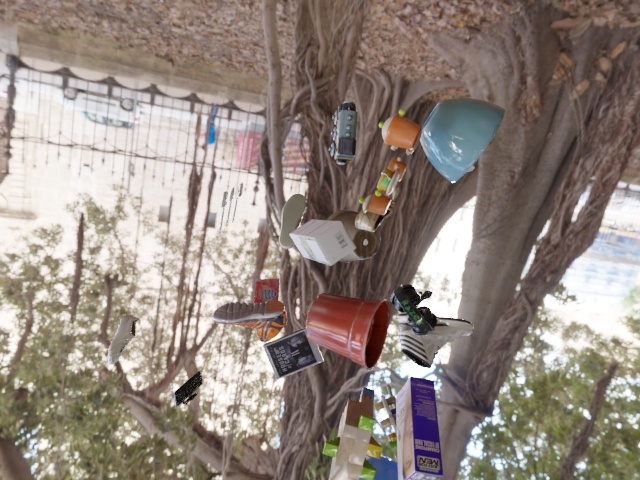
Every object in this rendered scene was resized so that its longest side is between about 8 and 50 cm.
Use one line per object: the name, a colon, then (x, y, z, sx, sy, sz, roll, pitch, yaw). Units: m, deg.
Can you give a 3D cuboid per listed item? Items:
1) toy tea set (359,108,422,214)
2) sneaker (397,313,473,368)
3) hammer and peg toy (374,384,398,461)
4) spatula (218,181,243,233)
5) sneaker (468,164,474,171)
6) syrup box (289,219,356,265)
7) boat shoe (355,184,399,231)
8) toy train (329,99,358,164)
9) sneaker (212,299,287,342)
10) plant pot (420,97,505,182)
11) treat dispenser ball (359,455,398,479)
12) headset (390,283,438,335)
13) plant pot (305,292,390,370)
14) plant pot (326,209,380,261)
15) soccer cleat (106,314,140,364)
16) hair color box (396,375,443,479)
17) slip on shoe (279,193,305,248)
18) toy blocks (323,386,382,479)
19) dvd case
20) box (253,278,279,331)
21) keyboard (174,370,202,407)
toy tea set: (0.207, -0.246, 1.274, 0.124, 0.336, 0.200, 25, -178, 11)
sneaker: (0.582, 0.517, 2.042, 0.447, 0.258, 0.169, 9, 166, -21)
hammer and peg toy: (0.375, 0.935, 2.079, 0.127, 0.266, 0.361, -24, -177, 0)
spatula: (-0.439, -0.159, 1.960, 0.019, 0.242, 0.168, 23, -146, 9)
sneaker: (0.720, -0.381, 2.056, 0.051, 0.070, 0.134, 12, 162, -43)
syrup box: (0.000, 0.000, 1.196, 0.096, 0.093, 0.237, -34, -165, -15)
boat shoe: (0.301, -0.154, 1.928, 0.110, 0.122, 0.341, 24, -125, 30)
toy train: (0.135, -0.580, 2.156, 0.142, 0.334, 0.190, 5, -177, -10)
sneaker: (-0.303, 0.366, 1.748, 0.320, 0.180, 0.125, -2, -147, 5)
plant pot: (0.462, -0.377, 1.398, 0.195, 0.290, 0.290, 32, -168, 1)
treat dispenser ball: (0.223, 1.001, 1.567, 0.288, 0.288, 0.288, 10, -169, -2)
headset: (0.455, 0.303, 1.865, 0.243, 0.185, 0.394, 54, -172, 12)
plant pot: (0.103, 0.332, 1.573, 0.265, 0.273, 0.272, 11, -170, 26)
plant pot: (0.204, -0.011, 2.371, 0.323, 0.323, 0.280, 6, -174, -25)
soccer cleat: (-0.767, 0.387, 1.561, 0.076, 0.196, 0.068, 13, 161, 0)
hair color box: (0.358, 0.709, 1.489, 0.110, 0.185, 0.339, 11, -136, -3)
slip on shoe: (-0.158, -0.107, 2.242, 0.122, 0.332, 0.101, 9, 165, 6)
toy blocks: (0.120, 0.734, 1.506, 0.190, 0.382, 0.261, 14, -165, 6)
dvd case: (-0.128, 0.527, 1.879, 0.238, 0.179, 0.029, -23, -178, 1)
box: (-0.304, 0.366, 2.311, 0.142, 0.154, 0.300, -2, -150, -4)
keyboard: (-0.590, 0.687, 1.834, 0.038, 0.100, 0.192, 0, -168, 20)
